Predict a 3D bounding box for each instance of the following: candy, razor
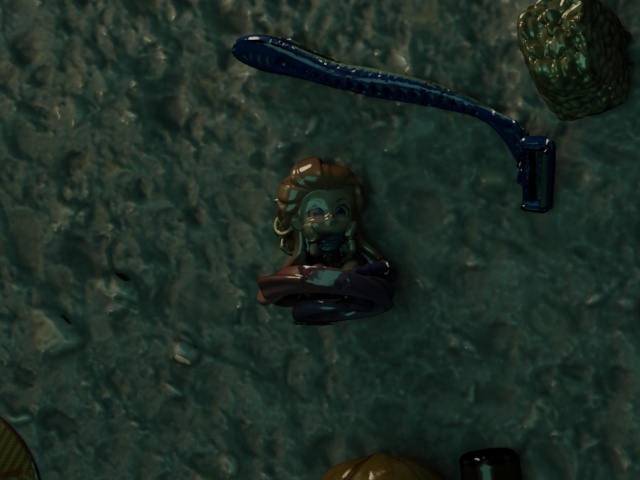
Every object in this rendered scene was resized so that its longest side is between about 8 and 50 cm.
[{"bbox_3d":[0.210,-0.155,1.478,0.085,0.110,0.095,-18,71,22],"label":"candy"},{"bbox_3d":[0.067,-0.125,1.564,0.324,0.093,0.056,25,62,22],"label":"razor"}]

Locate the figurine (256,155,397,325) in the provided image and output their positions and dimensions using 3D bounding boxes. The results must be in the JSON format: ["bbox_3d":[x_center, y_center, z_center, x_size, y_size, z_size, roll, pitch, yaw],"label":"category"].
[{"bbox_3d":[0.000,0.008,1.575,0.126,0.114,0.157,-9,58,-9],"label":"figurine"}]

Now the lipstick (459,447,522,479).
[{"bbox_3d":[0.166,0.360,1.551,0.057,0.057,0.357,-6,92,21],"label":"lipstick"}]

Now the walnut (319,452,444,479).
[{"bbox_3d":[0.056,0.271,1.547,0.144,0.144,0.180,-12,92,21],"label":"walnut"}]

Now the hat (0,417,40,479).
[{"bbox_3d":[-0.375,0.257,1.739,0.193,0.082,0.193,1,94,22],"label":"hat"}]
